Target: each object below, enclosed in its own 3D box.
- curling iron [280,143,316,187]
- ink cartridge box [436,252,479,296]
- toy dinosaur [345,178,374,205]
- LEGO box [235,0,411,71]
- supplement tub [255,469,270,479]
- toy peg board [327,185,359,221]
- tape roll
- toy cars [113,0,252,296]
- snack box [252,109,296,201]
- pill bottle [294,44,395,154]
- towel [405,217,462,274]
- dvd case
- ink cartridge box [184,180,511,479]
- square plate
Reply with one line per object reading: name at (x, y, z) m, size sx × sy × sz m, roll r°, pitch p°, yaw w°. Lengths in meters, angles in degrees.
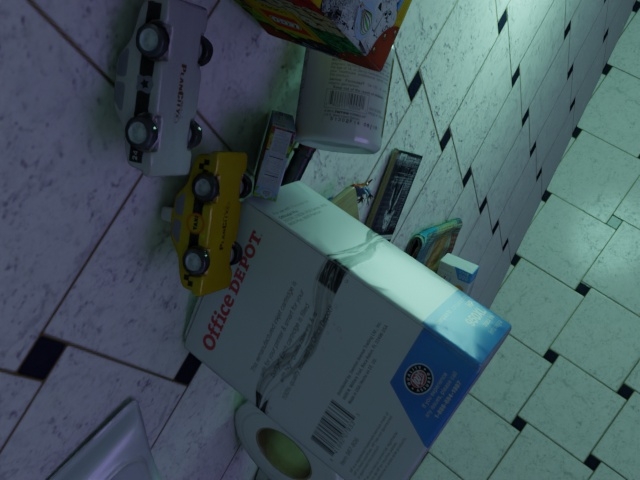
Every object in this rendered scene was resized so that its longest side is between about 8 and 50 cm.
curling iron at (-0.030, -0.154, 1.125) m, size 0.068 × 0.035 × 0.274 m, roll 21°, pitch 93°, yaw -62°
ink cartridge box at (0.394, 0.142, 2.099) m, size 0.061 × 0.104 × 0.182 m, roll -37°, pitch 144°, yaw -50°
toy dinosaur at (0.074, -0.102, 1.406) m, size 0.082 × 0.047 × 0.090 m, roll 53°, pitch 32°, yaw -54°
LEGO box at (0.026, -0.489, 0.723) m, size 0.372 × 0.193 × 0.501 m, roll 15°, pitch 100°, yaw -65°
supplement tub at (0.029, 0.581, 1.600) m, size 0.228 × 0.316 × 0.228 m, roll -45°, pitch 149°, yaw -37°
toy peg board at (0.000, 0.000, 1.307) m, size 0.161 × 0.079 × 0.161 m, roll -40°, pitch 130°, yaw -44°
tape roll at (-0.023, 0.360, 1.374) m, size 0.169 × 0.246 × 0.246 m, roll -42°, pitch 147°, yaw -42°
toy cars at (-0.170, -0.098, 0.840) m, size 0.394 × 0.087 × 0.177 m, roll 79°, pitch 30°, yaw -47°
snack box at (-0.066, -0.123, 0.994) m, size 0.141 × 0.037 × 0.100 m, roll -99°, pitch -153°, yaw -71°
pill bottle at (0.040, -0.249, 1.025) m, size 0.131 × 0.131 × 0.230 m, roll 7°, pitch 92°, yaw -65°
towel at (0.306, 0.079, 2.023) m, size 0.370 × 0.040 × 0.272 m, roll -16°, pitch 128°, yaw -59°
dvd case at (0.161, -0.096, 1.587) m, size 0.164 × 0.018 × 0.222 m, roll -4°, pitch 116°, yaw -64°
ink cartridge box at (0.025, 0.139, 1.029) m, size 0.166 × 0.394 × 0.286 m, roll -27°, pitch 148°, yaw -57°
square plate at (-0.352, 0.456, 1.038) m, size 0.344 × 0.049 × 0.347 m, roll -45°, pitch 150°, yaw -36°
